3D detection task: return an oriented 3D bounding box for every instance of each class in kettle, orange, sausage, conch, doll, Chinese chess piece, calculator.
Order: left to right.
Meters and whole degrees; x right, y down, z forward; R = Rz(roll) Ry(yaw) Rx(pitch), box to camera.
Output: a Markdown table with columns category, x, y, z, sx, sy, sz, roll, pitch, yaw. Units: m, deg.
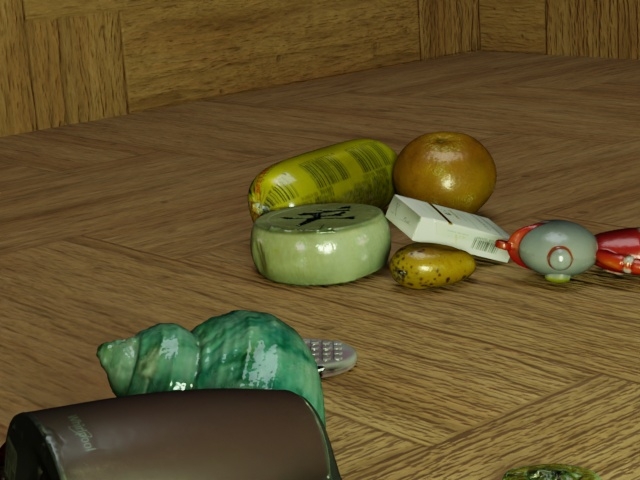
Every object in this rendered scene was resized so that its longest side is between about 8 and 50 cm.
| category | x | y | z | sx | sy | sz | roll | pitch | yaw |
| --- | --- | --- | --- | --- | --- | --- | --- | --- | --- |
| kettle | -0.093 | 0.190 | 1.028 | 0.232 | 0.144 | 0.202 | -9 | 34 | -29 |
| conch | -0.095 | 0.134 | 1.232 | 0.202 | 0.134 | 0.196 | -2 | 13 | 5 |
| calculator | -0.044 | 0.127 | 1.479 | 0.166 | 0.024 | 0.103 | -1 | 15 | 0 |
| Chinese chess piece | 0.000 | 0.000 | 1.852 | 0.189 | 0.083 | 0.188 | -5 | 14 | 1 |
| sausage | 0.009 | -0.076 | 2.065 | 0.123 | 0.123 | 0.347 | 7 | 17 | 36 |
| orange | 0.186 | -0.091 | 2.078 | 0.155 | 0.134 | 0.154 | -8 | 30 | 5 |
| doll | 0.340 | 0.013 | 1.729 | 0.245 | 0.076 | 0.142 | 0 | 13 | 1 |

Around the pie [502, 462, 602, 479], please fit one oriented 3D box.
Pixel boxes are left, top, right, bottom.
| category | x | y | z | sx | sy | sz | roll | pitch | yaw |
| --- | --- | --- | --- | --- | --- | --- | --- | --- | --- |
| pie | 0.189 | 0.199 | 1.132 | 0.084 | 0.021 | 0.084 | -3 | 15 | 1 |

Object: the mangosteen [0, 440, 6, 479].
| category | x | y | z | sx | sy | sz | roll | pitch | yaw |
| --- | --- | --- | --- | --- | --- | --- | --- | --- | --- |
| mangosteen | -0.234 | 0.197 | 1.154 | 0.081 | 0.081 | 0.081 | -4 | 14 | 1 |

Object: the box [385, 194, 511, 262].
| category | x | y | z | sx | sy | sz | roll | pitch | yaw |
| --- | --- | --- | --- | --- | --- | --- | --- | --- | --- |
| box | 0.172 | -0.016 | 1.827 | 0.154 | 0.040 | 0.084 | 12 | 20 | -28 |

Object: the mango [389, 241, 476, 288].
| category | x | y | z | sx | sy | sz | roll | pitch | yaw |
| --- | --- | --- | --- | --- | --- | --- | --- | --- | --- |
| mango | 0.142 | 0.032 | 1.749 | 0.114 | 0.057 | 0.079 | -1 | 8 | -22 |
